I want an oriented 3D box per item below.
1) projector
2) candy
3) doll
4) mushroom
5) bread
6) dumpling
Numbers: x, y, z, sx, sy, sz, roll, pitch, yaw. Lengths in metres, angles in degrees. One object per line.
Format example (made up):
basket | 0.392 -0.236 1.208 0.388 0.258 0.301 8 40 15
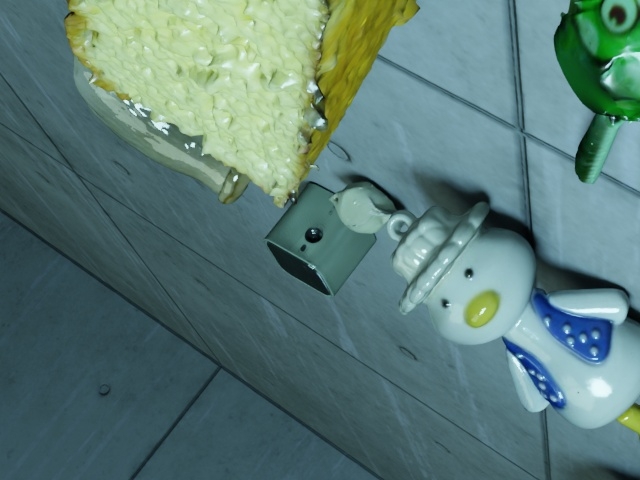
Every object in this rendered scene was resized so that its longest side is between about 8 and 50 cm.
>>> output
projector | 0.000 0.000 1.272 0.083 0.082 0.083 29 163 30
candy | 0.171 -0.079 0.668 0.097 0.097 0.323 36 174 11
doll | 0.176 0.067 0.990 0.293 0.119 0.138 37 123 3
mushroom | -0.168 -0.138 1.243 0.247 0.108 0.096 43 -154 -7
bread | -0.030 -0.171 0.639 0.194 0.179 0.340 35 163 5
dumpling | 0.049 -0.034 1.150 0.076 0.057 0.052 -26 79 47
